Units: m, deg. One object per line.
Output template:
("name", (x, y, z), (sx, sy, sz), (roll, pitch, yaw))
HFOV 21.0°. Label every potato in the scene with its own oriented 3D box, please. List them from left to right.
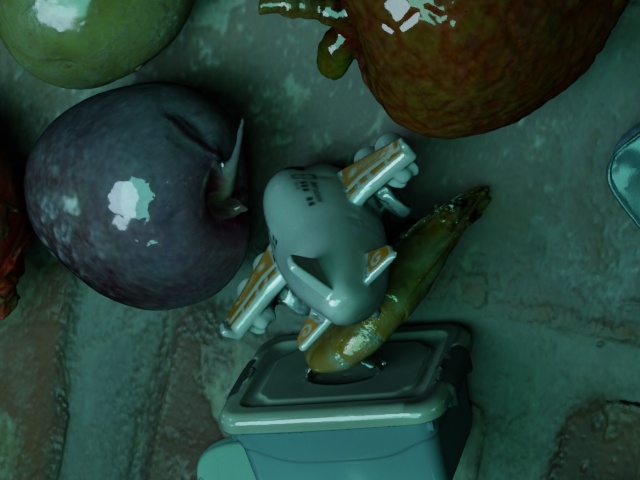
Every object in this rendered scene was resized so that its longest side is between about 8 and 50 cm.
("potato", (-0.203, -0.250, 1.581), (0.178, 0.160, 0.235), (16, 100, -27))

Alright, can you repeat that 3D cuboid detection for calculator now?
("calculator", (-0.054, 0.242, 1.756), (0.153, 0.021, 0.095), (0, 107, 22))

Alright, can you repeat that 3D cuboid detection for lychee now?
("lychee", (0.104, -0.207, 1.441), (0.300, 0.255, 0.255), (-22, 100, -2))

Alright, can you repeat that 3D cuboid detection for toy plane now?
("toy plane", (0.000, 0.000, 1.545), (0.117, 0.245, 0.244), (36, 117, -25))

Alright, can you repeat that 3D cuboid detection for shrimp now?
("shrimp", (0.067, 0.030, 1.600), (0.053, 0.133, 0.236), (42, 85, -14))

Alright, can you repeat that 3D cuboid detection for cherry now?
("cherry", (-0.162, -0.042, 1.617), (0.266, 0.183, 0.213), (5, 100, 34))

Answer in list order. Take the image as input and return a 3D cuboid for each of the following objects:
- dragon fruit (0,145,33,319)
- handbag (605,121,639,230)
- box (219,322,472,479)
("dragon fruit", (-0.394, -0.018, 1.679), (0.241, 0.241, 0.252), (6, 122, 17))
("handbag", (0.376, -0.032, 1.507), (0.179, 0.062, 0.229), (-38, 92, 22))
("box", (0.033, 0.160, 1.631), (0.227, 0.162, 0.130), (-6, 115, 21))
